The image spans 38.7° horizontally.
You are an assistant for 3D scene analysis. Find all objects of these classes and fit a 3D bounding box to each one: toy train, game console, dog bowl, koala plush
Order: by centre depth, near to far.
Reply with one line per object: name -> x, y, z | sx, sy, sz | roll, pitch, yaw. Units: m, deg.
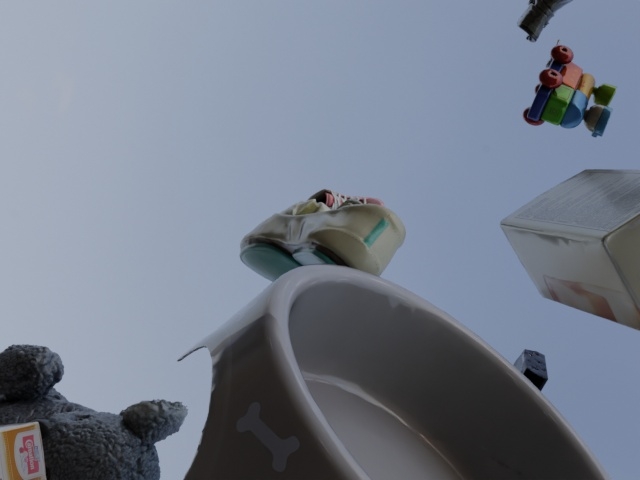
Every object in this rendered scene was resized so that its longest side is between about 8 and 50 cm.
dog bowl -> 0.066, 0.152, 0.591 | 0.102, 0.349, 0.348 | -53, -132, 20
koala plush -> -0.225, 0.213, 0.841 | 0.221, 0.203, 0.196 | -15, -146, 43
game console -> 0.266, 0.299, 1.321 | 0.044, 0.361, 0.213 | 27, -74, 5
toy train -> 0.470, -0.285, 1.647 | 0.143, 0.248, 0.105 | 25, -43, 10

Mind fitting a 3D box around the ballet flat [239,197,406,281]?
ballet flat -> 0.000, 0.000, 0.819 | 0.248, 0.086, 0.086 | 2, -104, 66

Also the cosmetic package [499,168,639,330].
cosmetic package -> 0.354, 0.003, 1.087 | 0.153, 0.129, 0.296 | -32, -171, -5

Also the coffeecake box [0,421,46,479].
coffeecake box -> -0.271, 0.154, 0.507 | 0.142, 0.185, 0.068 | -13, -97, 33

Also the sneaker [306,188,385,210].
sneaker -> 0.038, -0.053, 1.479 | 0.134, 0.070, 0.051 | -3, -110, 5

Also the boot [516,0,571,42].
boot -> 0.410, -0.444, 1.629 | 0.083, 0.246, 0.161 | 40, -63, -3
